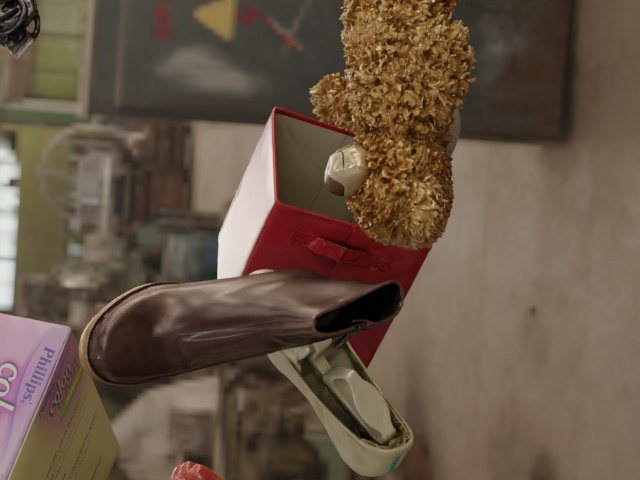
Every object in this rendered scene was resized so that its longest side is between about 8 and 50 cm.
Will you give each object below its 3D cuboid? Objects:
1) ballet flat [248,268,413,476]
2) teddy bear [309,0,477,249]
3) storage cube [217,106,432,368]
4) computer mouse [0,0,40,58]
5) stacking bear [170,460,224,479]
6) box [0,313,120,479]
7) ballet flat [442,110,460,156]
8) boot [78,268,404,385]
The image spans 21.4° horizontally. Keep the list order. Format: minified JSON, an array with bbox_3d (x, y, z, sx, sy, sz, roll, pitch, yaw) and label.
[{"bbox_3d":[0.009,0.126,1.707,0.248,0.086,0.086,53,167,4],"label":"ballet flat"},{"bbox_3d":[0.066,-0.164,1.611,0.245,0.113,0.338,31,111,52],"label":"teddy bear"},{"bbox_3d":[0.000,0.000,1.885,0.215,0.184,0.193,-94,25,-54],"label":"storage cube"},{"bbox_3d":[-0.381,-0.166,1.439,0.188,0.272,0.072,52,162,38],"label":"computer mouse"},{"bbox_3d":[-0.159,0.426,1.966,0.289,0.175,0.164,-53,-28,-45],"label":"stacking bear"},{"bbox_3d":[-0.310,0.227,1.679,0.243,0.117,0.213,81,-157,-54],"label":"box"},{"bbox_3d":[0.116,-0.103,2.075,0.213,0.072,0.068,-60,-11,-22],"label":"ballet flat"},{"bbox_3d":[-0.074,0.072,1.543,0.207,0.248,0.090,-6,98,51],"label":"boot"}]
